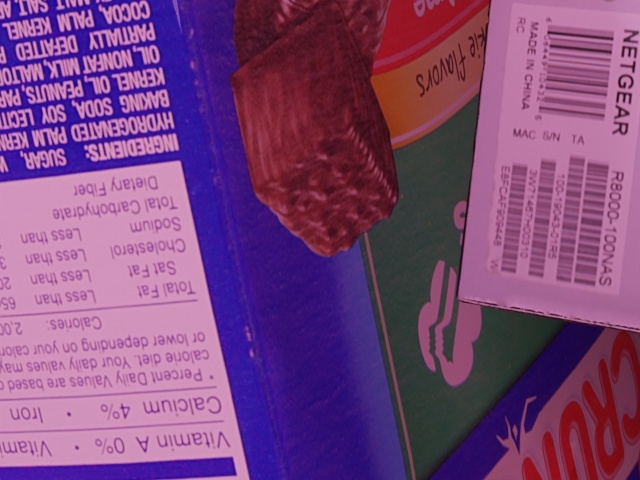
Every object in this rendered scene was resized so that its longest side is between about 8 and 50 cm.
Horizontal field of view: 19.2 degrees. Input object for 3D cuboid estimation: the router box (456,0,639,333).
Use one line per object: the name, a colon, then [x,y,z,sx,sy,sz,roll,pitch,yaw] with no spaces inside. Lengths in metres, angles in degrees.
router box: [0.133,-0.137,0.513,0.081,0.243,0.309,9,99,26]

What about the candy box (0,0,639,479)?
candy box: [0.000,0.000,0.545,0.122,0.268,0.317,-4,105,29]
